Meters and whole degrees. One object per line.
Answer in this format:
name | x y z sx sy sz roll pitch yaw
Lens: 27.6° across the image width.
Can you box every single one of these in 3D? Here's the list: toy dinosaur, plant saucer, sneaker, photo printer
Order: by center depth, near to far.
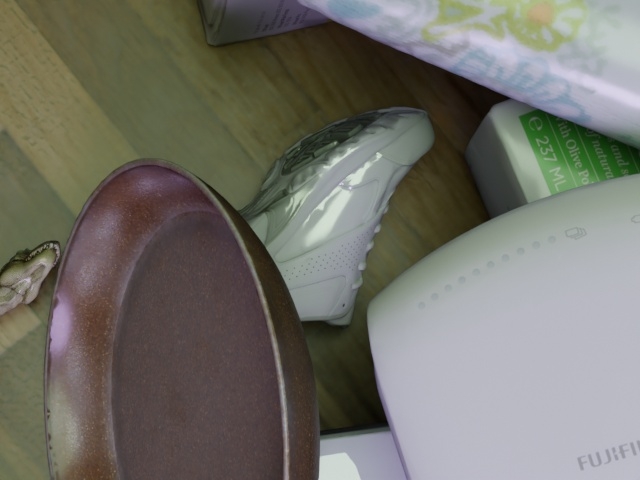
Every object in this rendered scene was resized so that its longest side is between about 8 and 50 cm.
photo printer | 0.175 0.121 0.712 0.256 0.107 0.307 -19 84 16
plant saucer | -0.085 0.106 0.775 0.050 0.310 0.310 -2 81 -35
toy dinosaur | -0.285 0.082 0.839 0.268 0.118 0.064 -19 124 -8
sneaker | 0.000 0.000 0.904 0.232 0.090 0.115 -41 111 -15

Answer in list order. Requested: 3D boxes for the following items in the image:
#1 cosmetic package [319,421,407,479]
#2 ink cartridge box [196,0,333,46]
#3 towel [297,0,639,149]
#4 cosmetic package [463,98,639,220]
cosmetic package | 0.060 0.229 0.842 0.225 0.138 0.224 -6 83 -8
ink cartridge box | 0.017 -0.256 0.889 0.233 0.168 0.171 -15 85 -10
towel | 0.199 -0.242 0.775 0.320 0.090 0.374 22 77 4
cosmetic package | 0.303 -0.051 0.864 0.365 0.155 0.197 -22 83 -2
